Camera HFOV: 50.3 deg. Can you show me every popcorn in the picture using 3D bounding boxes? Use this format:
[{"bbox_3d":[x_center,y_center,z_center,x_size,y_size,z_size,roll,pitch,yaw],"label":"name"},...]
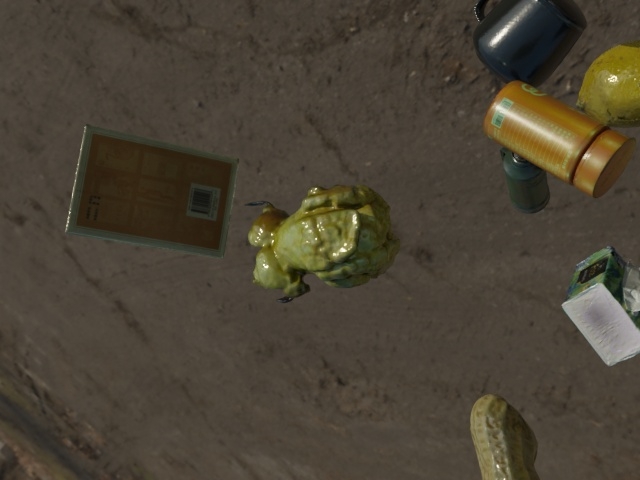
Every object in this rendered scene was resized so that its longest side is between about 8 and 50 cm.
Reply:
[{"bbox_3d":[0.005,-0.004,0.948,0.195,0.168,0.173,-20,101,32],"label":"popcorn"}]

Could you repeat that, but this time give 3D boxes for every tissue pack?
[{"bbox_3d":[0.321,0.062,0.733,0.079,0.111,0.085,-39,89,35],"label":"tissue pack"}]

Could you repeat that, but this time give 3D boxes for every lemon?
[{"bbox_3d":[0.894,-0.448,1.964,0.310,0.253,0.253,-14,126,14],"label":"lemon"}]

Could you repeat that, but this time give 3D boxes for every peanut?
[{"bbox_3d":[0.277,0.322,1.001,0.083,0.093,0.194,-45,51,47],"label":"peanut"}]

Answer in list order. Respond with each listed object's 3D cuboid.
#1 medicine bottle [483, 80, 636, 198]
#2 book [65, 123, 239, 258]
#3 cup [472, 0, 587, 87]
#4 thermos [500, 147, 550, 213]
[{"bbox_3d":[0.335,-0.147,0.971,0.192,0.096,0.096,38,152,32],"label":"medicine bottle"},{"bbox_3d":[-0.256,-0.072,1.060,0.241,0.170,0.018,11,172,-19],"label":"book"},{"bbox_3d":[0.381,-0.410,1.291,0.176,0.169,0.223,-50,55,37],"label":"cup"},{"bbox_3d":[0.364,-0.119,1.206,0.073,0.083,0.188,-11,157,17],"label":"thermos"}]
